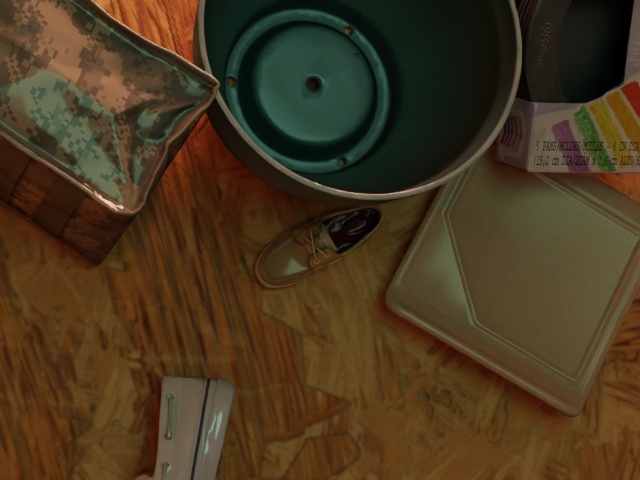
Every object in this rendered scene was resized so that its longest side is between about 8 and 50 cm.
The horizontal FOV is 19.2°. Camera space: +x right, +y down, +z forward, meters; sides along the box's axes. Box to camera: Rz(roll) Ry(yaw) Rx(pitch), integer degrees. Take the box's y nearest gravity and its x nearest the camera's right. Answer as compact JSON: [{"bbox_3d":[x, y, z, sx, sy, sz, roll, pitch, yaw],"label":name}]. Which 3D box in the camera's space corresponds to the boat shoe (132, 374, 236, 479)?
[{"bbox_3d":[-0.131,0.228,1.669,0.075,0.083,0.226,11,64,-1],"label":"boat shoe"}]

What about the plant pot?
[{"bbox_3d":[0.013,-0.160,1.720,0.293,0.196,0.293,3,78,-15],"label":"plant pot"}]

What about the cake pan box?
[{"bbox_3d":[0.294,-0.188,1.803,0.266,0.070,0.246,0,101,-27],"label":"cake pan box"}]

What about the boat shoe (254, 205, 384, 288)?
[{"bbox_3d":[0.000,0.000,1.762,0.135,0.045,0.050,-31,88,-19],"label":"boat shoe"}]

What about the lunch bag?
[{"bbox_3d":[-0.259,-0.127,1.614,0.287,0.235,0.169,34,72,-6],"label":"lunch bag"}]

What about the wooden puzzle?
[{"bbox_3d":[0.197,0.022,1.820,0.221,0.044,0.239,31,68,-7],"label":"wooden puzzle"}]
